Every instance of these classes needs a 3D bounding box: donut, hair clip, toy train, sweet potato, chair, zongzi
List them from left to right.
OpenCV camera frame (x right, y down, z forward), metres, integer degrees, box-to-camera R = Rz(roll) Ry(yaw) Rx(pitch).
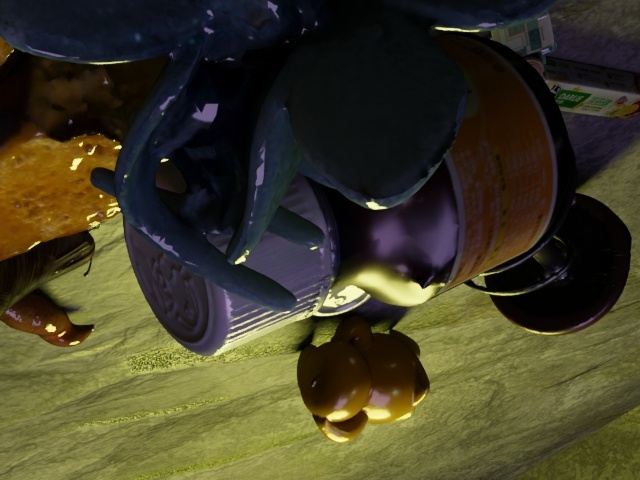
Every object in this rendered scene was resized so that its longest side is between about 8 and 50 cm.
[{"bbox_3d":[-0.332,-0.136,0.821,0.377,0.164,0.435,-22,154,3],"label":"donut"},{"bbox_3d":[-0.317,0.048,1.116,0.187,0.184,0.084,7,142,-40],"label":"zongzi"},{"bbox_3d":[-0.363,0.099,1.312,0.055,0.058,0.202,-45,148,1],"label":"sweet potato"},{"bbox_3d":[-0.028,-0.142,0.711,0.392,0.318,0.238,24,152,1],"label":"hair clip"},{"bbox_3d":[0.158,-0.205,1.105,0.194,0.081,0.125,-19,143,7],"label":"toy train"},{"bbox_3d":[0.285,-0.008,1.367,0.226,0.227,0.401,-30,151,17],"label":"chair"}]

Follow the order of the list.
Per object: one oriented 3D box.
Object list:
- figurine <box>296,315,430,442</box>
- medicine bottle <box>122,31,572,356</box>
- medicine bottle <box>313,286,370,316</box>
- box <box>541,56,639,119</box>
[{"bbox_3d":[0.066,0.226,1.672,0.228,0.215,0.215,5,144,-19],"label":"figurine"},{"bbox_3d":[0.030,-0.035,0.930,0.395,0.242,0.242,-28,159,-34],"label":"medicine bottle"},{"bbox_3d":[0.000,0.000,1.256,0.105,0.168,0.105,-16,152,-9],"label":"medicine bottle"},{"bbox_3d":[0.334,-0.189,1.280,0.207,0.041,0.050,2,147,-35],"label":"box"}]
